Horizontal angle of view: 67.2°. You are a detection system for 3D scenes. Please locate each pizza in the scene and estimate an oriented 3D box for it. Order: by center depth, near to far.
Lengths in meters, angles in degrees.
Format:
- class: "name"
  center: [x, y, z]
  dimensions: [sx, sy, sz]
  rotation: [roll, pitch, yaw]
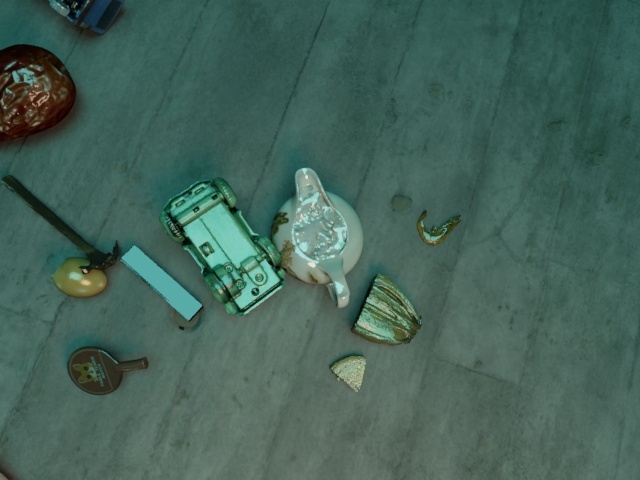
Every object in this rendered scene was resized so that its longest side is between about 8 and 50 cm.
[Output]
- class: "pizza"
  center: [0.065, 0.291, 1.043]
  dimensions: [0.083, 0.025, 0.078]
  rotation: [-13, 77, -5]

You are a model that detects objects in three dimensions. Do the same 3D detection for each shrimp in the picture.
- class: "shrimp"
  center: [0.282, -0.044, 1.149]
  dimensions: [0.114, 0.023, 0.083]
  rotation: [-37, 84, -11]

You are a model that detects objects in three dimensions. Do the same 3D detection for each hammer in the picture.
- class: "hammer"
  center: [-0.537, -0.039, 0.978]
  dimensions: [0.297, 0.125, 0.027]
  rotation: [36, 113, 7]

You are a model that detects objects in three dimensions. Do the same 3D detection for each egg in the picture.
- class: "egg"
  center: [-0.479, 0.076, 0.965]
  dimensions: [0.096, 0.080, 0.080]
  rotation: [30, 76, -7]

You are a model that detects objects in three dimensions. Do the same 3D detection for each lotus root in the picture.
- class: "lotus root"
  center: [0.145, 0.171, 1.060]
  dimensions: [0.144, 0.070, 0.143]
  rotation: [34, 69, 2]

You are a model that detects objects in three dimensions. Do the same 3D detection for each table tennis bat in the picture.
- class: "table tennis bat"
  center: [-0.408, 0.234, 0.984]
  dimensions: [0.169, 0.119, 0.108]
  rotation: [-10, 107, 11]

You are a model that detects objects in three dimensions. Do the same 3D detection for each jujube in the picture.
- class: "jujube"
  center: [-0.623, -0.289, 0.983]
  dimensions: [0.236, 0.168, 0.168]
  rotation: [-37, 87, 1]

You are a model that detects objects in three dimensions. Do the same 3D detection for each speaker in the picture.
- class: "speaker"
  center: [-0.331, 0.089, 1.007]
  dimensions: [0.191, 0.040, 0.046]
  rotation: [41, 74, 0]

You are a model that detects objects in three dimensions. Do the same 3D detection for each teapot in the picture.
- class: "teapot"
  center: [0.000, 0.000, 1.033]
  dimensions: [0.204, 0.139, 0.299]
  rotation: [-21, 83, -15]

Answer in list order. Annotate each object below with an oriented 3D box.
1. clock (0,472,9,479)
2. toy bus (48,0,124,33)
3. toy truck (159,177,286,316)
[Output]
- class: "clock"
  center: [-0.647, 0.571, 0.793]
  dimensions: [0.325, 0.184, 0.342]
  rotation: [-42, 83, -10]
- class: "toy bus"
  center: [-0.562, -0.576, 1.050]
  dimensions: [0.234, 0.133, 0.116]
  rotation: [42, 105, 1]
- class: "toy truck"
  center: [-0.198, 0.013, 0.986]
  dimensions: [0.155, 0.156, 0.279]
  rotation: [-36, 86, -14]
